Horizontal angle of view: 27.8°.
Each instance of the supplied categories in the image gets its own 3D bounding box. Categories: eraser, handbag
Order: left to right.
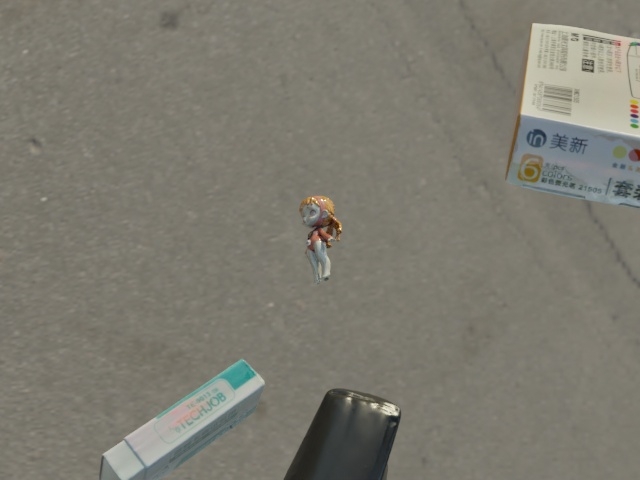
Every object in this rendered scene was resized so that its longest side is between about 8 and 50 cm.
[{"bbox_3d":[-0.174,0.242,1.638,0.225,0.095,0.052,-33,72,-26],"label":"eraser"},{"bbox_3d":[-0.005,0.268,1.116,0.223,0.080,0.246,95,16,-58],"label":"handbag"}]

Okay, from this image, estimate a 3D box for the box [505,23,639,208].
[{"bbox_3d":[0.325,-0.142,1.440,0.274,0.221,0.091,-67,167,-56],"label":"box"}]

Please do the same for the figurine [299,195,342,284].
[{"bbox_3d":[0.000,0.000,1.517,0.047,0.064,0.109,13,61,-33],"label":"figurine"}]
